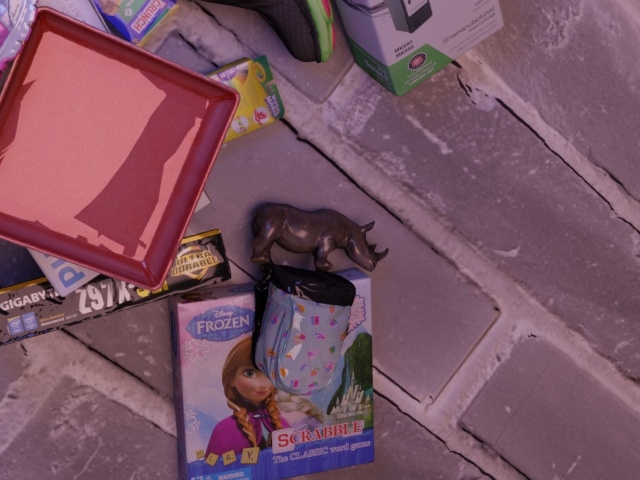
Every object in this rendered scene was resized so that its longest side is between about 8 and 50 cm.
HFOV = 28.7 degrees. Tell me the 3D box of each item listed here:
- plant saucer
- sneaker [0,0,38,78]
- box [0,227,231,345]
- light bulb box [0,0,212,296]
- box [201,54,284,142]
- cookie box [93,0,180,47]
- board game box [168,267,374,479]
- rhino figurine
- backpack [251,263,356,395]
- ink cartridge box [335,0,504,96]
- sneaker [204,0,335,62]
[{"bbox_3d":[-0.256,-0.102,1.431,0.259,0.047,0.258,21,94,-26],"label":"plant saucer"},{"bbox_3d":[-0.378,-0.216,1.325,0.111,0.103,0.252,22,93,-26],"label":"sneaker"},{"bbox_3d":[-0.305,0.065,1.732,0.322,0.257,0.079,-16,93,-16],"label":"box"},{"bbox_3d":[-0.356,-0.167,1.600,0.225,0.361,0.358,-33,113,-10],"label":"light bulb box"},{"bbox_3d":[-0.148,-0.200,1.848,0.179,0.043,0.105,-23,110,-12],"label":"box"},{"bbox_3d":[-0.268,-0.339,1.766,0.092,0.040,0.107,-48,115,-6],"label":"cookie box"},{"bbox_3d":[-0.072,0.221,1.969,0.318,0.066,0.318,-8,105,-19],"label":"board game box"},{"bbox_3d":[0.000,0.000,1.932,0.243,0.073,0.106,7,68,-24],"label":"rhino figurine"},{"bbox_3d":[-0.031,0.137,1.866,0.152,0.115,0.182,12,100,-26],"label":"backpack"},{"bbox_3d":[0.129,-0.386,1.806,0.211,0.121,0.289,-35,139,-9],"label":"ink cartridge box"},{"bbox_3d":[-0.149,-0.411,1.730,0.202,0.185,0.483,-31,130,22],"label":"sneaker"}]
